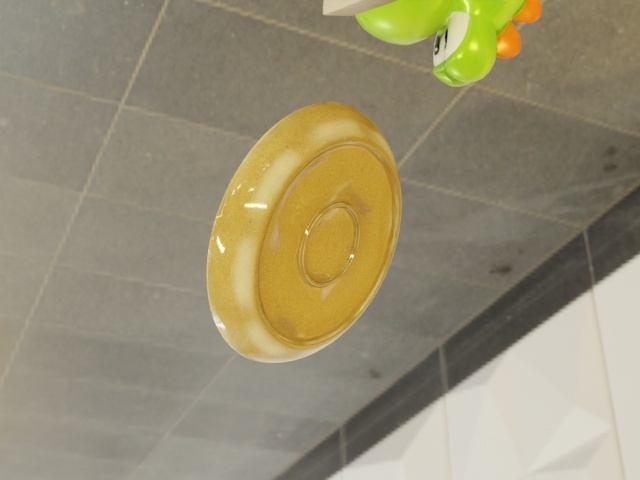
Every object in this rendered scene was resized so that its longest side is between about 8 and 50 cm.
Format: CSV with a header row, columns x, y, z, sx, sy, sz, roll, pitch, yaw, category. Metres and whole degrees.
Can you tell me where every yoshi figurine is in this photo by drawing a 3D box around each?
x,y,z,sx,sy,sz,roll,pitch,yaw,category
0.124,-0.346,1.026,0.203,0.362,0.203,5,177,24,yoshi figurine

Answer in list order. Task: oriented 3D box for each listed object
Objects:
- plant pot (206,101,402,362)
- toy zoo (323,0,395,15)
x,y,z,sx,sy,sz,roll,pitch,yaw,category
0.000,0.000,0.864,0.032,0.236,0.236,22,164,38,plant pot
0.038,-0.337,0.806,0.030,0.293,0.192,-1,-173,-13,toy zoo
